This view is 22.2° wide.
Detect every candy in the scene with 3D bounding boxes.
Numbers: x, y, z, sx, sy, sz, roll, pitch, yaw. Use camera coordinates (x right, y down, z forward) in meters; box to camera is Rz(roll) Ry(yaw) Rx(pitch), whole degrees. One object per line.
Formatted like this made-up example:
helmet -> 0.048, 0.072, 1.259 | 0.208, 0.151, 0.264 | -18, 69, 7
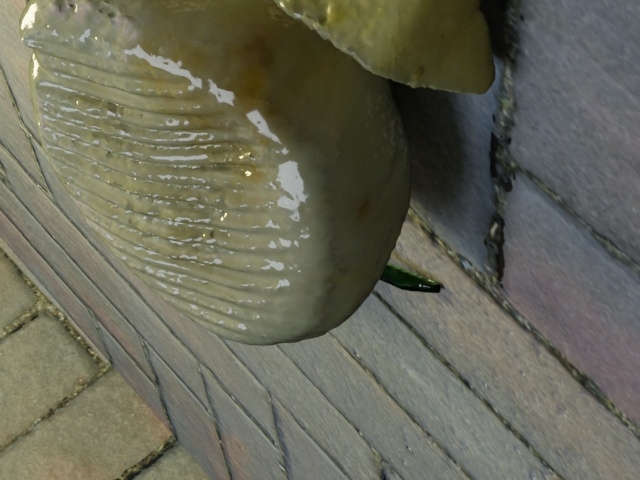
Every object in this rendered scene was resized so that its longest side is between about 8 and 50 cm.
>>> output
candy -> 0.002, 0.001, 1.609 | 0.323, 0.097, 0.097 | 25, 148, 44

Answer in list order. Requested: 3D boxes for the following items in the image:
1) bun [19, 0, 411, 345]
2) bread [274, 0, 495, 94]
bun -> -0.068, -0.095, 1.336 | 0.365, 0.219, 0.365 | 30, 145, 24
bread -> 0.006, -0.206, 1.121 | 0.266, 0.142, 0.178 | 38, 142, 37
